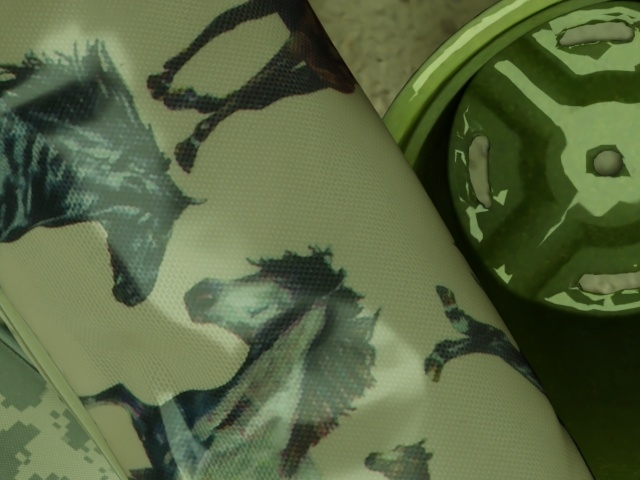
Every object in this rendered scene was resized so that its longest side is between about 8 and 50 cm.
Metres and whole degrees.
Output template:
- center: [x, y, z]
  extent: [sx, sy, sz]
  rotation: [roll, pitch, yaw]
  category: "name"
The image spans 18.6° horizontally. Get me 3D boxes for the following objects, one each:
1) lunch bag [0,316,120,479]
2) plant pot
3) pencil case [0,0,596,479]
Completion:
- center: [-0.213, 0.031, 0.919]
  extent: [0.256, 0.305, 0.212]
  rotation: [-36, 123, 22]
  category: "lunch bag"
- center: [0.151, -0.013, 0.931]
  extent: [0.276, 0.254, 0.276]
  rotation: [1, 105, 3]
  category: "plant pot"
- center: [-0.017, 0.061, 0.745]
  extent: [0.183, 0.160, 0.410]
  rotation: [-32, 95, -1]
  category: "pencil case"
